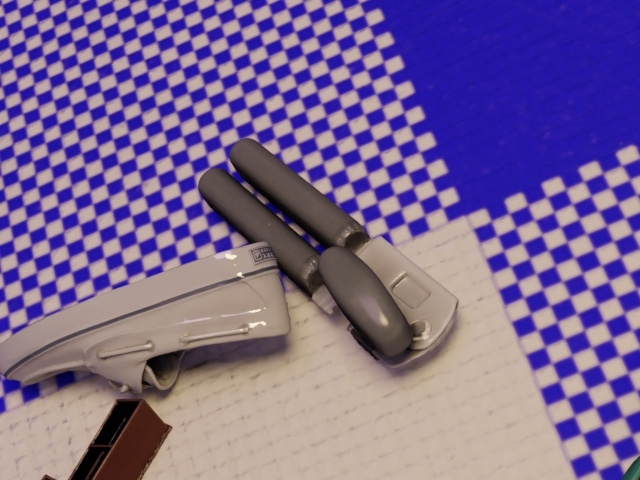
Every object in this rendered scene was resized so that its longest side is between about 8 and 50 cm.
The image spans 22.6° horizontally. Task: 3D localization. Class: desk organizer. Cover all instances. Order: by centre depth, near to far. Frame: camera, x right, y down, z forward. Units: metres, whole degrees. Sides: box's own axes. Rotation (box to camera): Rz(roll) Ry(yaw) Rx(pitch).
[{"bbox_3d":[-0.172,0.177,1.213,0.047,0.050,0.130,17,65,31],"label":"desk organizer"}]

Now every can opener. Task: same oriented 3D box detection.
[{"bbox_3d":[0.000,0.000,1.247,0.074,0.093,0.280,-42,47,-8],"label":"can opener"}]

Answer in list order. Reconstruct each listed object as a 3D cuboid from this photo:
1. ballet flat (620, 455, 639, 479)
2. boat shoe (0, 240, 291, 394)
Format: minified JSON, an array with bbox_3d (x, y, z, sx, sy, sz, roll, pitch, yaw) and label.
[{"bbox_3d":[0.240,0.149,1.062,0.073,0.080,0.232,30,73,6],"label":"ballet flat"},{"bbox_3d":[-0.142,0.079,1.246,0.258,0.095,0.084,-21,85,27],"label":"boat shoe"}]
